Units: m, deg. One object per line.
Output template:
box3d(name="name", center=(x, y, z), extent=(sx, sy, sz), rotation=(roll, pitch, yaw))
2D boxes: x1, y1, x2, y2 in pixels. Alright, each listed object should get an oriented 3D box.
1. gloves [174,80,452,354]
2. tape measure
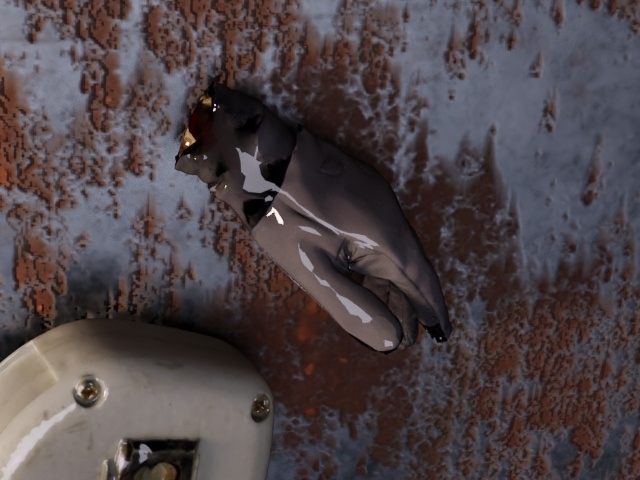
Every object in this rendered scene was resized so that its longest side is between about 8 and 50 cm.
box3d(name="gloves", center=(0.003, -0.007, 0.942), extent=(0.119, 0.142, 0.285), rotation=(-28, 119, 33))
box3d(name="tape measure", center=(-0.171, 0.197, 0.964), extent=(0.258, 0.130, 0.265), rotation=(0, 111, -27))
